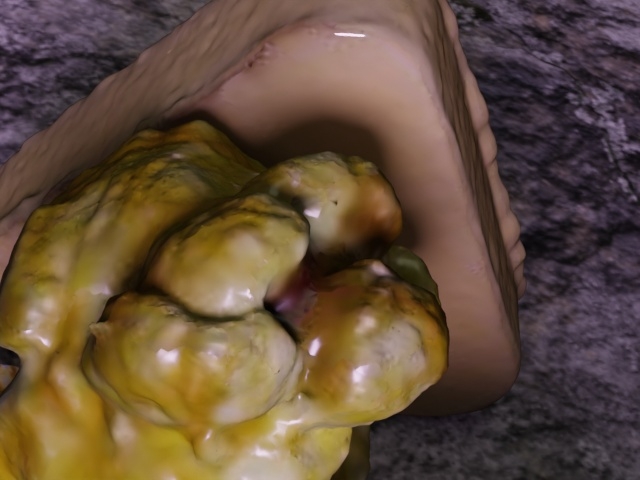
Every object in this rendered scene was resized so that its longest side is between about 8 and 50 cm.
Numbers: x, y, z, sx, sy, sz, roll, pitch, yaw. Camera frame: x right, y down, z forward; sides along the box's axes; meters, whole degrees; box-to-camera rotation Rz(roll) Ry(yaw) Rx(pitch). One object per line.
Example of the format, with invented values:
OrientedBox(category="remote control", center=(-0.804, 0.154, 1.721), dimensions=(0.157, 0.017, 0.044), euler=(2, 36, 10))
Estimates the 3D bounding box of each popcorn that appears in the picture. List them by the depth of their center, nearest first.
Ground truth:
OrientedBox(category="popcorn", center=(-0.055, 0.057, 0.964), dimensions=(0.225, 0.276, 0.276), euler=(-16, 54, -43))

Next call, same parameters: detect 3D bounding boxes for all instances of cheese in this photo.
OrientedBox(category="cheese", center=(-0.001, 0.001, 1.165), dimensions=(0.383, 0.384, 0.104), euler=(13, 49, -9))

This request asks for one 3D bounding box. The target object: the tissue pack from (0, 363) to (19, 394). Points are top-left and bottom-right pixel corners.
OrientedBox(category="tissue pack", center=(-0.215, 0.176, 1.013), dimensions=(0.183, 0.092, 0.226), euler=(11, 42, -11))
